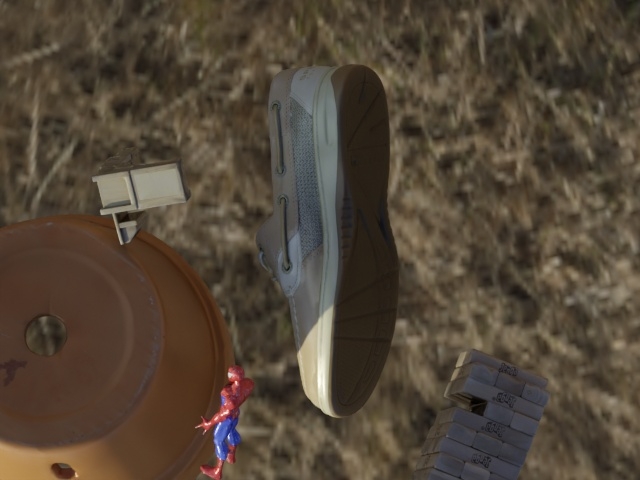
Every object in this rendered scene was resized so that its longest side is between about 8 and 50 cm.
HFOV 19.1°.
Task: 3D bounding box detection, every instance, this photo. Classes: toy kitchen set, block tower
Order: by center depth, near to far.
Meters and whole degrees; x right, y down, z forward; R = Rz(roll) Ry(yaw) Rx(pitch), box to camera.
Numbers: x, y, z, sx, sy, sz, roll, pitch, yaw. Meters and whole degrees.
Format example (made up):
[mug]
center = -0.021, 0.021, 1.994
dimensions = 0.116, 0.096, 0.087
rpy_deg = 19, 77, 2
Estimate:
[toy kitchen set]
center = -0.134, -0.037, 1.551
dimensions = 0.075, 0.083, 0.068
rpy_deg = -9, 107, 14
[block tower]
center = 0.132, 0.281, 1.951
dimensions = 0.097, 0.091, 0.335
rpy_deg = 22, 78, -5

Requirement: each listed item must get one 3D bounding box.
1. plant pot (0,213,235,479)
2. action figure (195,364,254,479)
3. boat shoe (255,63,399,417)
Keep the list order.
[plant pot]
center = -0.223, 0.101, 1.653
dimensions = 0.290, 0.291, 0.203
rpy_deg = 0, 166, 0
[action figure]
center = -0.074, 0.139, 1.494
dimensions = 0.030, 0.038, 0.115
rpy_deg = 33, 135, 16
[boat shoe]
center = 0.000, 0.000, 1.644
dimensions = 0.098, 0.109, 0.302
rpy_deg = 2, 95, 32
